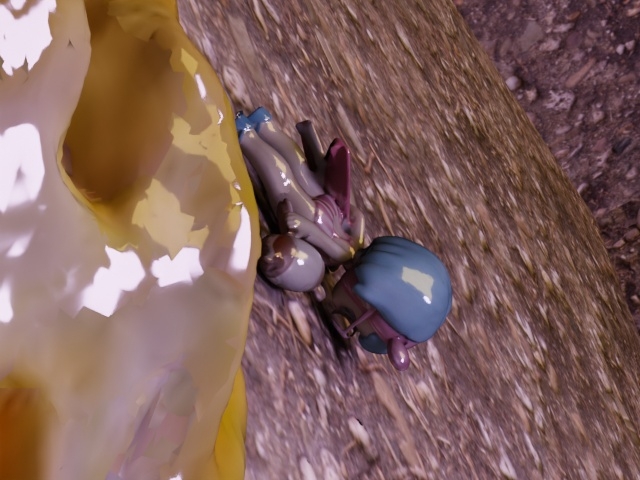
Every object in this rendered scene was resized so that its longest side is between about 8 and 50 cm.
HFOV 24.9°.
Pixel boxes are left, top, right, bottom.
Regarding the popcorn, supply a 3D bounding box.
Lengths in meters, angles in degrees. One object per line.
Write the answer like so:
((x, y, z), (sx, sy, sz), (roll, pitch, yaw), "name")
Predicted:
((-0.164, 0.014, 0.471), (0.297, 0.281, 0.316), (-45, 143, -36), "popcorn")

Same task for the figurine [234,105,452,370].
((0.011, -0.008, 1.236), (0.260, 0.103, 0.205), (52, 14, 2), "figurine")
